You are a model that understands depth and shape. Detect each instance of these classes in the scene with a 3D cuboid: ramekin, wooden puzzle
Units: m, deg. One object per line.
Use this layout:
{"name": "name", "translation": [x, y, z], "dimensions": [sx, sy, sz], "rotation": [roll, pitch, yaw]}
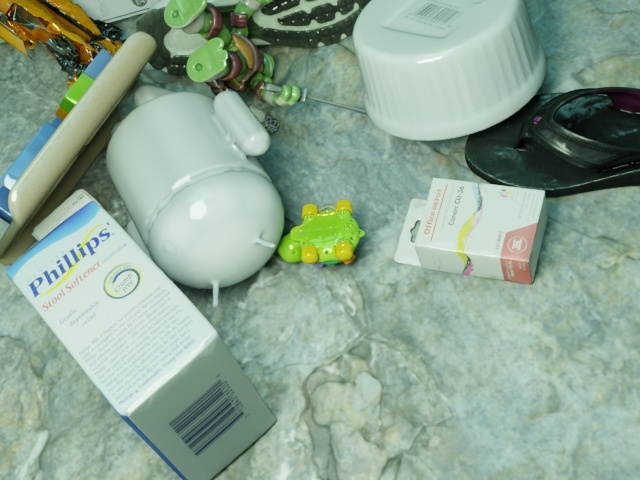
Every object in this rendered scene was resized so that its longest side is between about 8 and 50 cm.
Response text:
{"name": "ramekin", "translation": [0.180, -0.282, 1.610], "dimensions": [0.277, 0.135, 0.277], "rotation": [-14, 40, 12]}
{"name": "wooden puzzle", "translation": [-0.380, -0.136, 1.606], "dimensions": [0.080, 0.348, 0.322], "rotation": [35, 69, -8]}

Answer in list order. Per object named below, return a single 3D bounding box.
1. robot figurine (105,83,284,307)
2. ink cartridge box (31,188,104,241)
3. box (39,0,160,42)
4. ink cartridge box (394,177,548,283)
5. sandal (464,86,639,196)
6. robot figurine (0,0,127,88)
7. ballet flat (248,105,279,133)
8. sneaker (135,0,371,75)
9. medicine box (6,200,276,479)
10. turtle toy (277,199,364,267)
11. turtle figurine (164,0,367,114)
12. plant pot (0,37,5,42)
{"name": "robot figurine", "translation": [-0.179, -0.073, 1.581], "dimensions": [0.300, 0.200, 0.353], "rotation": [-54, 50, 29]}
{"name": "ink cartridge box", "translation": [-0.345, 0.005, 1.620], "dimensions": [0.099, 0.135, 0.056], "rotation": [-44, 58, -13]}
{"name": "box", "translation": [-0.418, -0.457, 1.904], "dimensions": [0.290, 0.169, 0.087], "rotation": [-15, 37, 8]}
{"name": "ink cartridge box", "translation": [0.202, -0.017, 1.517], "dimensions": [0.198, 0.067, 0.115], "rotation": [7, 62, 21]}
{"name": "sandal", "translation": [0.418, -0.152, 1.515], "dimensions": [0.446, 0.107, 0.167], "rotation": [1, 58, 18]}
{"name": "robot figurine", "translation": [-0.430, -0.339, 1.804], "dimensions": [0.085, 0.291, 0.211], "rotation": [-48, 10, 27]}
{"name": "ballet flat", "translation": [-0.119, -0.197, 1.741], "dimensions": [0.114, 0.041, 0.041], "rotation": [19, 66, 25]}
{"name": "sneaker", "translation": [-0.100, -0.408, 1.819], "dimensions": [0.411, 0.158, 0.182], "rotation": [-11, 39, 4]}
{"name": "medicine box", "translation": [-0.226, 0.137, 1.424], "dimensions": [0.149, 0.263, 0.289], "rotation": [-41, 57, -11]}
{"name": "turtle toy", "translation": [0.000, 0.000, 1.565], "dimensions": [0.130, 0.066, 0.095], "rotation": [-6, 57, 13]}
{"name": "turtle figurine", "translation": [-0.087, -0.302, 1.646], "dimensions": [0.275, 0.266, 0.197], "rotation": [8, 94, 26]}
{"name": "plant pot", "translation": [-0.704, -0.460, 1.966], "dimensions": [0.254, 0.276, 0.276], "rotation": [-9, 56, 25]}
